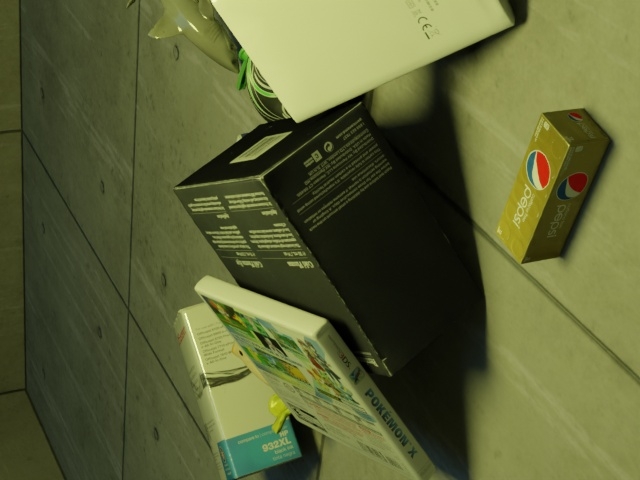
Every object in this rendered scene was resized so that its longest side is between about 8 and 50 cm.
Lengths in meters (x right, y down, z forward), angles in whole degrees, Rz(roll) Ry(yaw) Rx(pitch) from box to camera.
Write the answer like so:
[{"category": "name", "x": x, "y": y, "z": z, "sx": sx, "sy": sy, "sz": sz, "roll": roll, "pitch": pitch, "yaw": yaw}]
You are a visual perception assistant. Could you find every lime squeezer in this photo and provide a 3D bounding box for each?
[{"category": "lime squeezer", "x": -0.087, "y": -0.298, "z": 2.129, "sx": 0.110, "sy": 0.059, "sz": 0.310, "roll": 55, "pitch": 164, "yaw": -24}]

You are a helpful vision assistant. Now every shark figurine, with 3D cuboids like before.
[{"category": "shark figurine", "x": -0.266, "y": -0.399, "z": 2.242, "sx": 0.278, "sy": 0.116, "sz": 0.166, "roll": 44, "pitch": 169, "yaw": 31}]

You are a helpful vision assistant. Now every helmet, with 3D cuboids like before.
[{"category": "helmet", "x": -0.031, "y": -0.243, "z": 1.874, "sx": 0.161, "sy": 0.169, "sz": 0.169, "roll": 36, "pitch": 133, "yaw": 30}]

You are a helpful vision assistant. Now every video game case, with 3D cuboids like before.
[{"category": "video game case", "x": -0.013, "y": 0.190, "z": 1.793, "sx": 0.329, "sy": 0.036, "sz": 0.300, "roll": 16, "pitch": 147, "yaw": 56}]

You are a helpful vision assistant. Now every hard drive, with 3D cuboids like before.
[{"category": "hard drive", "x": 0.049, "y": -0.281, "z": 1.522, "sx": 0.203, "sy": 0.307, "sz": 0.040, "roll": 54, "pitch": -150, "yaw": -27}]

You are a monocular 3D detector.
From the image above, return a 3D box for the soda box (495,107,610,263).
[{"category": "soda box", "x": 0.262, "y": -0.059, "z": 1.450, "sx": 0.061, "sy": 0.058, "sz": 0.181, "roll": 58, "pitch": 147, "yaw": 39}]

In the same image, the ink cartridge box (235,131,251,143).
[{"category": "ink cartridge box", "x": -0.094, "y": 0.037, "z": 2.222, "sx": 0.324, "sy": 0.071, "sz": 0.330, "roll": 61, "pitch": 147, "yaw": 35}]

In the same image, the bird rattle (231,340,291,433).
[{"category": "bird rattle", "x": -0.058, "y": 0.186, "z": 2.045, "sx": 0.207, "sy": 0.143, "sz": 0.253, "roll": 36, "pitch": 148, "yaw": 14}]

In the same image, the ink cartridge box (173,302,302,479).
[{"category": "ink cartridge box", "x": -0.154, "y": 0.266, "z": 2.283, "sx": 0.223, "sy": 0.129, "sz": 0.307, "roll": 128, "pitch": 124, "yaw": -74}]

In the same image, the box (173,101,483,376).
[{"category": "box", "x": 0.000, "y": 0.000, "z": 1.747, "sx": 0.312, "sy": 0.179, "sz": 0.343, "roll": 58, "pitch": 159, "yaw": -14}]
